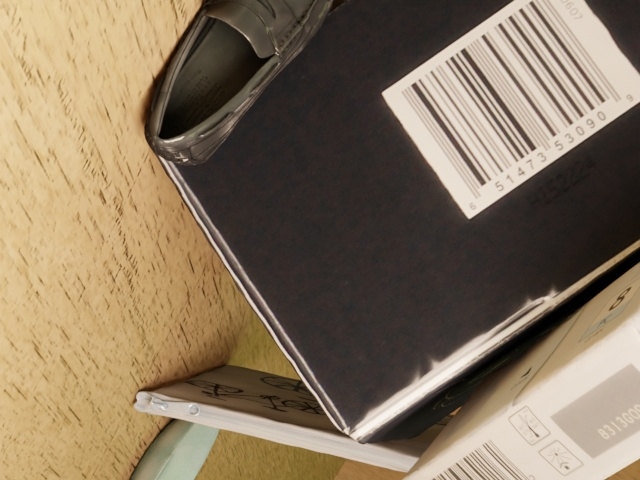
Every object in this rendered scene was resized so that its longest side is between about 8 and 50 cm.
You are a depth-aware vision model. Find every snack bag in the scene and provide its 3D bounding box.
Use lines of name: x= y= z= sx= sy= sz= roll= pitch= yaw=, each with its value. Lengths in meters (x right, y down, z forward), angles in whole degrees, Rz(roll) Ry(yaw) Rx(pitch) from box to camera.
snack bag: x=0.005 y=0.193 z=1.728 sx=0.342 sy=0.323 sz=0.037 roll=-3 pitch=104 yaw=-77

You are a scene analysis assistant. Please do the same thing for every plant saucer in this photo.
plant saucer: x=-0.175 y=0.257 z=1.826 sx=0.195 sy=0.037 sz=0.195 roll=-57 pitch=169 yaw=-18

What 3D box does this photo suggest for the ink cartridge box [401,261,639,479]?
ink cartridge box: x=0.254 y=0.037 z=1.230 sx=0.385 sy=0.091 sz=0.308 roll=-48 pitch=180 yaw=-38

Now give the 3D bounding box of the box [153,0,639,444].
box: x=0.170 y=-0.070 z=1.419 sx=0.480 sy=0.297 sz=0.472 roll=-35 pitch=168 yaw=3

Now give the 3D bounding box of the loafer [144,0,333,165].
loafer: x=-0.051 y=-0.151 z=1.183 sx=0.223 sy=0.076 sz=0.078 roll=-55 pitch=177 yaw=-1
